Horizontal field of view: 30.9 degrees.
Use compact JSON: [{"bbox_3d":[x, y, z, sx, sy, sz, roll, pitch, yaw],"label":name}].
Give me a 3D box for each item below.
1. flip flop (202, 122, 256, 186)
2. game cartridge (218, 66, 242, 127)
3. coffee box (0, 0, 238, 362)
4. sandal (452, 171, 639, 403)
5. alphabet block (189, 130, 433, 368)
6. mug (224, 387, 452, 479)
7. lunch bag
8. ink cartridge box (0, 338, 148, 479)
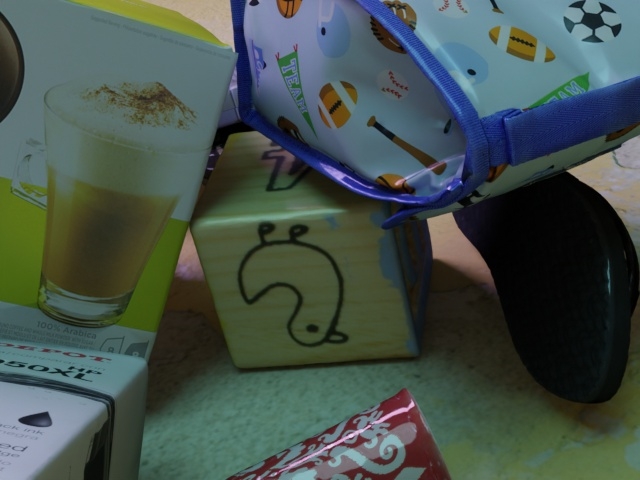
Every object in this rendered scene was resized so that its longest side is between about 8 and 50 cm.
[{"bbox_3d":[-0.106,-0.101,1.493,0.112,0.080,0.277,-16,19,2],"label":"flip flop"},{"bbox_3d":[-0.161,-0.190,1.607,0.230,0.068,0.355,-13,13,-5],"label":"game cartridge"},{"bbox_3d":[-0.315,-0.108,1.189,0.337,0.334,0.338,14,12,-19],"label":"coffee box"},{"bbox_3d":[0.238,-0.004,1.152,0.107,0.168,0.446,8,28,-13],"label":"sandal"},{"bbox_3d":[0.000,0.000,1.199,0.197,0.192,0.193,-6,31,15],"label":"alphabet block"},{"bbox_3d":[0.017,0.213,0.964,0.169,0.150,0.113,-23,69,-5],"label":"mug"},{"bbox_3d":[0.142,-0.166,1.045,0.327,0.239,0.385,-21,32,-26],"label":"lunch bag"},{"bbox_3d":[-0.306,0.179,0.851,0.285,0.166,0.395,8,5,1],"label":"ink cartridge box"}]
